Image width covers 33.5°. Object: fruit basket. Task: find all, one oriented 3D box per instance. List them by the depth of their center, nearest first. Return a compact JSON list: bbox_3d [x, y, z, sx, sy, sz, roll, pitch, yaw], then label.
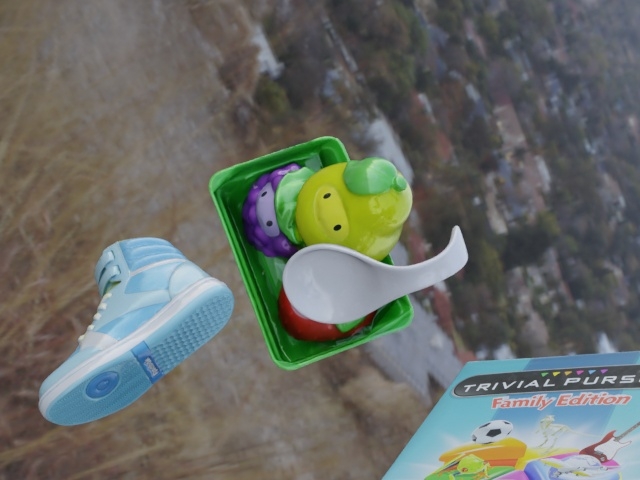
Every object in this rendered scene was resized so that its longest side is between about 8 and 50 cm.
[{"bbox_3d":[0.000,0.000,1.731,0.392,0.283,0.392,161,-90,-81],"label":"fruit basket"}]

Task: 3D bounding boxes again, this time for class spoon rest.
[{"bbox_3d":[0.076,0.049,1.554,0.084,0.276,0.137,-76,147,-61],"label":"spoon rest"}]

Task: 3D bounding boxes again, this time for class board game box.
[{"bbox_3d":[0.181,0.206,0.871,0.336,0.254,0.079,-42,117,-52],"label":"board game box"}]

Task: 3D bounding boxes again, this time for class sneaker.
[{"bbox_3d":[-0.308,0.120,1.568,0.208,0.319,0.127,43,-26,30],"label":"sneaker"}]
